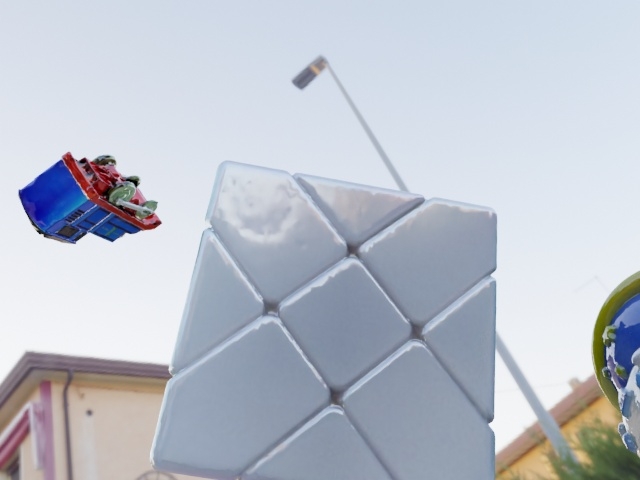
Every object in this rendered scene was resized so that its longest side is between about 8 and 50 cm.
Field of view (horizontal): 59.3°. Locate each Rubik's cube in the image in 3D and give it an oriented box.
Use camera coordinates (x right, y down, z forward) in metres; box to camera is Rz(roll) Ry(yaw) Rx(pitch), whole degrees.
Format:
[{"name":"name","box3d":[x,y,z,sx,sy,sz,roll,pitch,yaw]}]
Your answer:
[{"name":"Rubik's cube","box3d":[0.005,0.134,0.677,0.318,0.322,0.316,10,-24,-3]}]

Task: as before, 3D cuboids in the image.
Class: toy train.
[{"name":"toy train","box3d":[-0.328,-0.053,0.833,0.131,0.083,0.204,-38,-13,-2]}]

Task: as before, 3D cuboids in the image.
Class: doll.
[{"name":"doll","box3d":[0.375,0.171,0.573,0.159,0.311,0.242,7,6,9]}]
